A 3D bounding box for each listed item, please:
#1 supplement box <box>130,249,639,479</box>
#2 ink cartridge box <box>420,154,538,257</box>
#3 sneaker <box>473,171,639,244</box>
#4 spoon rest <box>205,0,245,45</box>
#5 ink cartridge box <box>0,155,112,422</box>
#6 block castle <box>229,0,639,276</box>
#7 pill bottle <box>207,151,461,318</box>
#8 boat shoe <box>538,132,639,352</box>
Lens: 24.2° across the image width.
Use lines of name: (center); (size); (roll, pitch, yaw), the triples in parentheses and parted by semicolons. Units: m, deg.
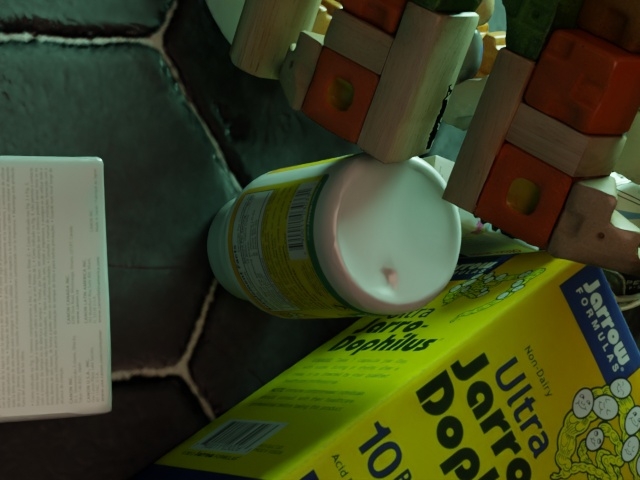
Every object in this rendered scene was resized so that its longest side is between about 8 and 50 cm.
supplement box: (0.071, 0.175, 1.150); (0.356, 0.195, 0.194); (-34, 104, -29)
ink cartridge box: (0.114, -0.026, 1.252); (0.122, 0.088, 0.052); (20, 76, -30)
sneaker: (0.230, -0.033, 1.209); (0.237, 0.085, 0.086); (4, 85, -20)
spoon rest: (-0.065, -0.256, 1.176); (0.137, 0.084, 0.276); (-48, 124, -23)
ink cartridge box: (-0.261, 0.033, 1.039); (0.232, 0.066, 0.189); (-1, 87, -28)
block castle: (0.182, -0.148, 1.054); (0.303, 0.453, 0.213); (-10, 126, -52)
pill bottle: (0.000, 0.000, 1.109); (0.117, 0.208, 0.118); (3, 85, -31)
boat shoe: (0.241, 0.026, 1.309); (0.121, 0.119, 0.335); (-16, 95, -32)
